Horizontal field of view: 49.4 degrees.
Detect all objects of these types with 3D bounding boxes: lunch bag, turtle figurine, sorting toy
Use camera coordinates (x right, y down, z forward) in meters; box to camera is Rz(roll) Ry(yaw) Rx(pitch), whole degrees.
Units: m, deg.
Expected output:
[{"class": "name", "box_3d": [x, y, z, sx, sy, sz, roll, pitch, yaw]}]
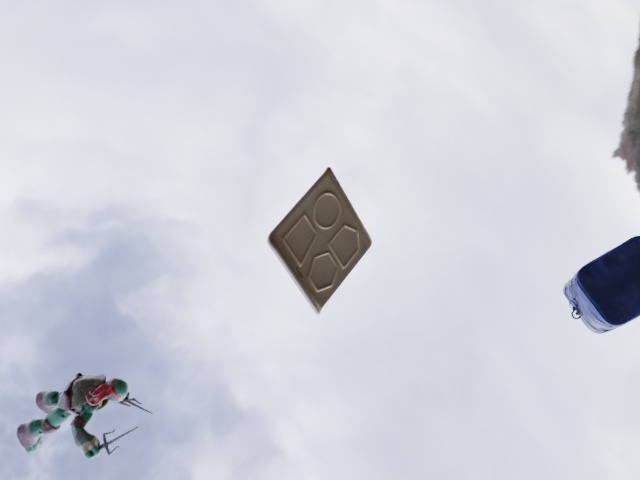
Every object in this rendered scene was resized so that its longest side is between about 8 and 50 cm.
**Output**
[{"class": "lunch bag", "box_3d": [0.287, 0.048, 0.677, 0.098, 0.065, 0.067, -29, -108, -1]}, {"class": "turtle figurine", "box_3d": [-0.387, 0.278, 1.165, 0.175, 0.234, 0.118, -51, -57, -66]}, {"class": "sorting toy", "box_3d": [0.000, 0.000, 1.269, 0.208, 0.038, 0.193, -53, -52, -30]}]
